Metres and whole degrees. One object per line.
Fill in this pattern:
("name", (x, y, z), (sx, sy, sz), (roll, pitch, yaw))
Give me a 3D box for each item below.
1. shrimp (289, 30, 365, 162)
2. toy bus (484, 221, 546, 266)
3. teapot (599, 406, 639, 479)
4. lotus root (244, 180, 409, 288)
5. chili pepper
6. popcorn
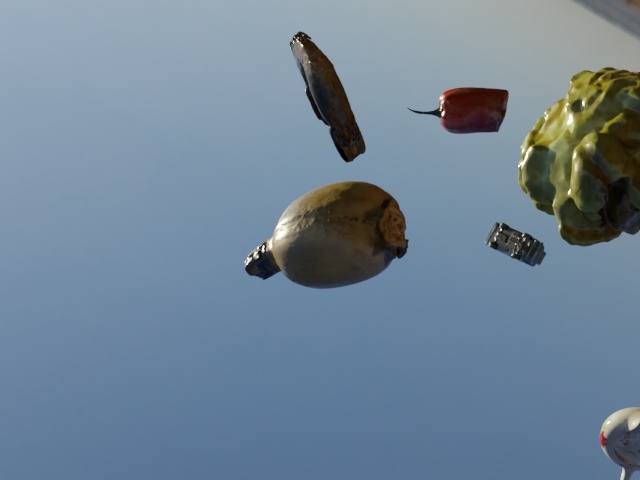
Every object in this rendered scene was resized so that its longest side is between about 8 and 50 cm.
("shrimp", (0.004, -0.266, 1.893), (0.253, 0.058, 0.173), (66, 169, -14))
("toy bus", (0.272, 0.007, 1.423), (0.046, 0.038, 0.083), (30, 179, -38))
("teapot", (0.628, 0.399, 2.028), (0.145, 0.226, 0.092), (13, -141, 16))
("lotus root", (0.000, 0.000, 1.804), (0.183, 0.310, 0.183), (30, -128, -48))
("chili pepper", (0.260, -0.246, 1.935), (0.192, 0.086, 0.084), (2, 177, 4))
("popcorn", (0.386, -0.119, 1.352), (0.195, 0.256, 0.255), (47, -135, -37))
